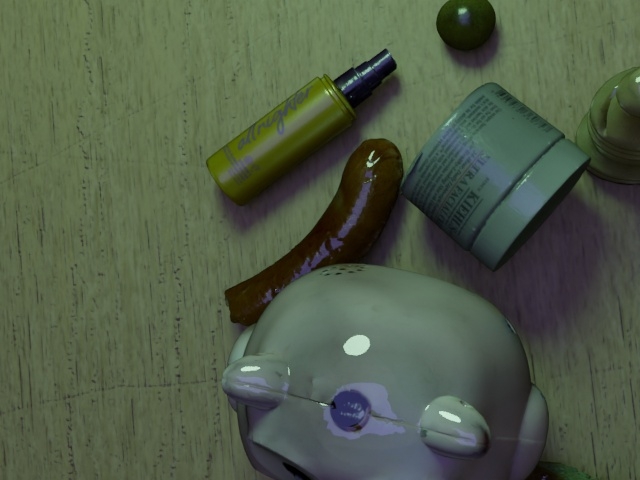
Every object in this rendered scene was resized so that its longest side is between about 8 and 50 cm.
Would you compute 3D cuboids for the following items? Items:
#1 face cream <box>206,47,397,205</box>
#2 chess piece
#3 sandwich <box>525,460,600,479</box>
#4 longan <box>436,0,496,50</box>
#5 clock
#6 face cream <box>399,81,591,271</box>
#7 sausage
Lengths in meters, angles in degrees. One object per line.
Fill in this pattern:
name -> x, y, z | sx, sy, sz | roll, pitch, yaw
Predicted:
face cream -> -0.018, -0.152, 1.245 | 0.273, 0.078, 0.078 | -36, 80, 7
chess piece -> 0.357, -0.134, 1.050 | 0.139, 0.307, 0.124 | 27, 92, 13
sandwich -> 0.388, 0.336, 1.074 | 0.254, 0.288, 0.099 | 8, 94, -31
longan -> 0.183, -0.279, 1.226 | 0.075, 0.075, 0.083 | -13, 42, 10
clock -> 0.067, 0.157, 1.058 | 0.368, 0.376, 0.250 | 12, 84, 12
face cream -> 0.203, -0.076, 1.144 | 0.153, 0.177, 0.177 | 40, 94, 13
sausage -> 0.004, 0.003, 1.230 | 0.103, 0.076, 0.302 | 44, 95, 11
